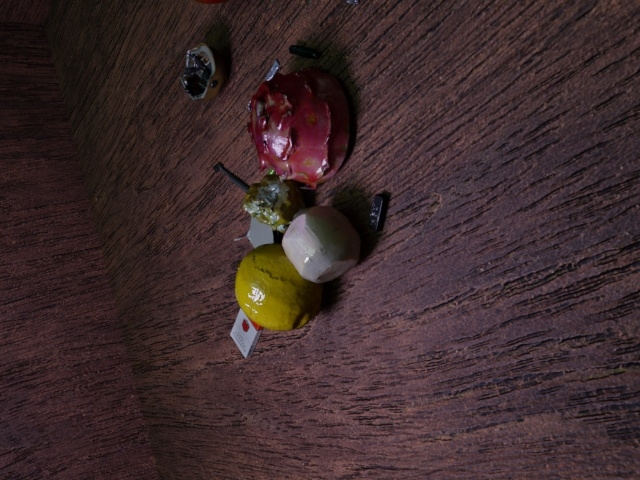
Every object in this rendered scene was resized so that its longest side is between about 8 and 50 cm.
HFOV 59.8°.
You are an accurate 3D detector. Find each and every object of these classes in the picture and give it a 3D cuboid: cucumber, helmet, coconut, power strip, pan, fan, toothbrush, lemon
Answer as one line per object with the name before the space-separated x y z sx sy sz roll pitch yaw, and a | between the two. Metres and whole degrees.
cucumber | -0.049 -0.598 1.766 0.133 0.032 0.032 30 120 43
helmet | -0.431 -0.638 2.133 0.198 0.130 0.224 53 123 23
coconut | 0.000 0.001 1.693 0.227 0.227 0.231 -51 61 42
power strip | 0.168 -0.081 1.623 0.038 0.029 0.111 31 121 42
pan | -0.161 -0.002 2.019 0.115 0.040 0.212 -58 48 38
fan | -0.256 -0.017 2.110 0.310 0.010 0.182 -8 90 55
toothbrush | -0.337 -0.234 2.189 0.297 0.030 0.030 37 151 37
lemon | -0.137 0.153 1.836 0.297 0.297 0.297 14 108 48

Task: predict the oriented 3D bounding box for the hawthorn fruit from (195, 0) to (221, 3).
hawthorn fruit | -0.358 -0.925 1.921 0.300 0.254 0.254 31 125 10

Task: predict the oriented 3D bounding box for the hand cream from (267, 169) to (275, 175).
hand cream | -0.170 -0.250 1.993 0.036 0.023 0.122 55 131 31

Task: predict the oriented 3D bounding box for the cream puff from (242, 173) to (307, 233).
cream puff | -0.141 -0.118 1.878 0.220 0.194 0.195 29 120 30

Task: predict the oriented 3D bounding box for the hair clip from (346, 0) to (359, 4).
hair clip | 0.126 -0.729 1.527 0.116 0.049 0.172 53 127 10

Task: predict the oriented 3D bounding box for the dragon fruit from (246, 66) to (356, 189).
dragon fruit | -0.093 -0.347 1.725 0.370 0.248 0.387 12 105 53

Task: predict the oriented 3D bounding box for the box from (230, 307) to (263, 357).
box | -0.293 0.349 2.258 0.139 0.035 0.245 51 133 30

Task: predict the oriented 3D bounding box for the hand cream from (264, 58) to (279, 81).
hand cream | -0.167 -0.581 1.925 0.093 0.019 0.030 -50 59 35
